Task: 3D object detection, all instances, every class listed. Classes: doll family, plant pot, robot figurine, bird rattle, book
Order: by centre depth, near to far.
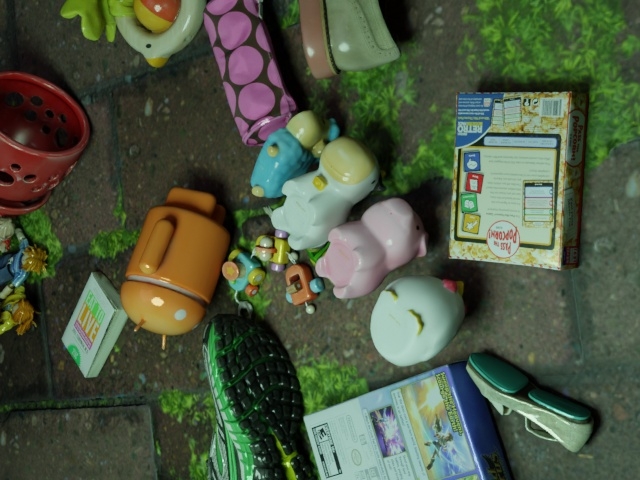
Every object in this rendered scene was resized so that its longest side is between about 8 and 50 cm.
[{"bbox_3d":[-0.201,0.038,1.484,0.158,0.128,0.220,-23,46,64],"label":"robot figurine"},{"bbox_3d":[-0.242,-0.376,1.563,0.253,0.143,0.207,-43,76,19],"label":"bird rattle"},{"bbox_3d":[-0.491,-0.148,1.707,0.174,0.191,0.191,-50,61,33],"label":"plant pot"},{"bbox_3d":[-0.365,0.135,1.715,0.096,0.035,0.144,47,121,34],"label":"book"},{"bbox_3d":[-0.534,0.071,1.820,0.163,0.118,0.263,-14,64,46],"label":"doll family"}]

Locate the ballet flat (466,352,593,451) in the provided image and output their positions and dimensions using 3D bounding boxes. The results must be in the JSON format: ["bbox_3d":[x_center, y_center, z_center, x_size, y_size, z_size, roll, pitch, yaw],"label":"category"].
[{"bbox_3d":[0.227,0.185,1.197,0.168,0.057,0.052,29,119,36],"label":"ballet flat"}]

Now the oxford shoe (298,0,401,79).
[{"bbox_3d":[0.042,-0.376,1.319,0.130,0.123,0.348,-4,87,14],"label":"oxford shoe"}]

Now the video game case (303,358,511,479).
[{"bbox_3d":[0.117,0.308,1.288,0.244,0.061,0.270,-27,75,39],"label":"video game case"}]

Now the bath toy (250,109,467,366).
[{"bbox_3d":[0.062,-0.006,1.281,0.348,0.129,0.151,53,131,28],"label":"bath toy"}]

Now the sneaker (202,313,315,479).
[{"bbox_3d":[-0.110,0.268,1.433,0.146,0.134,0.344,-17,81,40],"label":"sneaker"}]

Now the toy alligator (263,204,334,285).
[{"bbox_3d":[0.000,0.000,1.387,0.051,0.056,0.190,-39,60,-10],"label":"toy alligator"}]

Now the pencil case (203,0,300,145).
[{"bbox_3d":[-0.089,-0.236,1.430,0.098,0.095,0.209,-23,78,22],"label":"pencil case"}]

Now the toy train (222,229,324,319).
[{"bbox_3d":[-0.076,0.054,1.454,0.166,0.046,0.125,-21,78,38],"label":"toy train"}]

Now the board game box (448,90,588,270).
[{"bbox_3d":[0.220,-0.070,1.198,0.146,0.045,0.194,7,96,40],"label":"board game box"}]
